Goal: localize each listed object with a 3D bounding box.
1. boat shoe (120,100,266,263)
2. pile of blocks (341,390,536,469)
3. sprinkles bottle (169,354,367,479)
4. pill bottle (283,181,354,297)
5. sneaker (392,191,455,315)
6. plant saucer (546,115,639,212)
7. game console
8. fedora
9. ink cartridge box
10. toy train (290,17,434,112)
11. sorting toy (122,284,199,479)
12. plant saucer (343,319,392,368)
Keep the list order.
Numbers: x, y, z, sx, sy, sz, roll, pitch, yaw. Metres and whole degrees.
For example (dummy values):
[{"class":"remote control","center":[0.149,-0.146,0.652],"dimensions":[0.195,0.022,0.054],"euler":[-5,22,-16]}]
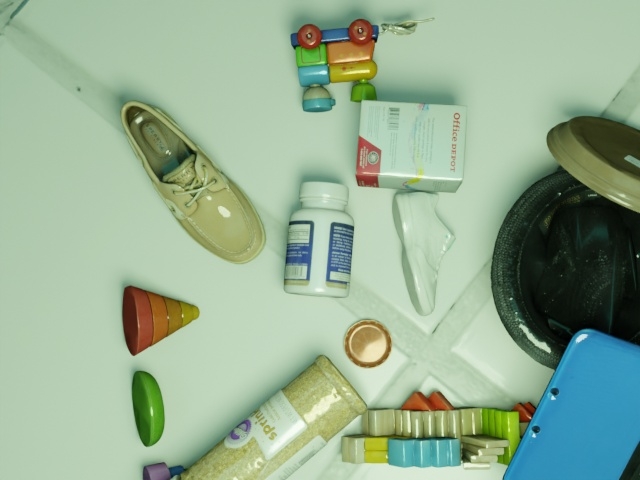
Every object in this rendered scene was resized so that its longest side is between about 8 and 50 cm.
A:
[{"class":"boat shoe","center":[-0.228,-0.097,1.456],"dimensions":[0.122,0.110,0.341],"euler":[-43,82,-1]},{"class":"pile of blocks","center":[0.212,0.299,1.358],"dimensions":[0.362,0.149,0.112],"euler":[-2,84,5]},{"class":"sprinkles bottle","center":[-0.094,0.338,1.356],"dimensions":[0.355,0.121,0.121],"euler":[-39,82,-5]},{"class":"pill bottle","center":[0.000,0.000,1.427],"dimensions":[0.112,0.112,0.186],"euler":[5,84,5]},{"class":"sneaker","center":[0.185,0.019,1.432],"dimensions":[0.094,0.080,0.212],"euler":[-7,82,-8]},{"class":"plant saucer","center":[0.491,-0.121,1.332],"dimensions":[0.278,0.278,0.041],"euler":[26,122,7]},{"class":"game console","center":[0.443,0.271,1.283],"dimensions":[0.173,0.250,0.293],"euler":[31,112,28]},{"class":"fedora","center":[0.417,0.058,1.362],"dimensions":[0.334,0.152,0.334],"euler":[0,77,1]},{"class":"ink cartridge box","center":[0.152,-0.155,1.422],"dimensions":[0.176,0.127,0.128],"euler":[5,84,5]},{"class":"toy train","center":[0.078,-0.302,1.465],"dimensions":[0.248,0.105,0.143],"euler":[-4,94,4]},{"class":"sorting toy","center":[-0.251,0.251,1.442],"dimensions":[0.126,0.127,0.365],"euler":[-6,85,-26]},{"class":"plant saucer","center":[0.082,0.177,1.449],"dimensions":[0.084,0.013,0.083],"euler":[-1,84,5]}]
